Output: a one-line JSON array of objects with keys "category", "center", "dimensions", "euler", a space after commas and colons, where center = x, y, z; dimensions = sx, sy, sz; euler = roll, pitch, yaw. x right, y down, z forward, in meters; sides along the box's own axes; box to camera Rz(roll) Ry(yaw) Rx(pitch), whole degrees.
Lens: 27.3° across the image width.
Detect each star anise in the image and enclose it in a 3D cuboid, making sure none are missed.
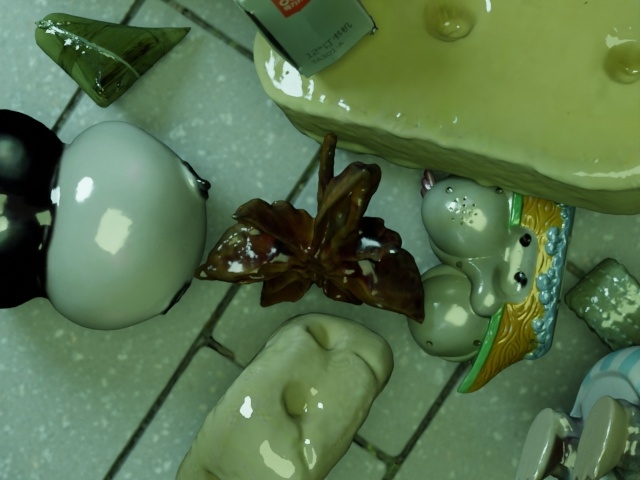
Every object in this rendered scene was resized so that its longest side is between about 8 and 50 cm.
[{"category": "star anise", "center": [0.003, 0.006, 1.154], "dimensions": [0.212, 0.111, 0.196], "euler": [-31, 120, 31]}]

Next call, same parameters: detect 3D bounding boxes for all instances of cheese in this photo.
[{"category": "cheese", "center": [-0.035, 0.164, 1.144], "dimensions": [0.117, 0.218, 0.235], "euler": [35, 87, 3]}, {"category": "cheese", "center": [0.161, -0.225, 1.140], "dimensions": [0.383, 0.104, 0.384], "euler": [-4, 76, 16]}]

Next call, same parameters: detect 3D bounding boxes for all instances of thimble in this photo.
[{"category": "thimble", "center": [0.278, 0.071, 1.199], "dimensions": [0.062, 0.084, 0.110], "euler": [-44, 100, 5]}]

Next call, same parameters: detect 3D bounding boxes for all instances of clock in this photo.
[{"category": "clock", "center": [0.149, 0.025, 1.191], "dimensions": [0.144, 0.103, 0.231], "euler": [9, 90, 14]}]

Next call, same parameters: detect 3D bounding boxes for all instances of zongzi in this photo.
[{"category": "zongzi", "center": [-0.195, -0.193, 1.217], "dimensions": [0.104, 0.052, 0.113], "euler": [45, 80, 4]}]

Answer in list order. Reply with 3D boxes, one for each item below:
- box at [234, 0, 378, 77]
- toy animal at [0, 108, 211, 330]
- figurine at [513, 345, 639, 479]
[{"category": "box", "center": [-0.061, -0.270, 1.106], "dimensions": [0.079, 0.135, 0.269], "euler": [-35, 58, 9]}, {"category": "toy animal", "center": [-0.216, -0.016, 1.165], "dimensions": [0.235, 0.165, 0.187], "euler": [7, 96, -1]}, {"category": "figurine", "center": [0.386, 0.079, 1.135], "dimensions": [0.361, 0.266, 0.378], "euler": [19, 70, -14]}]
